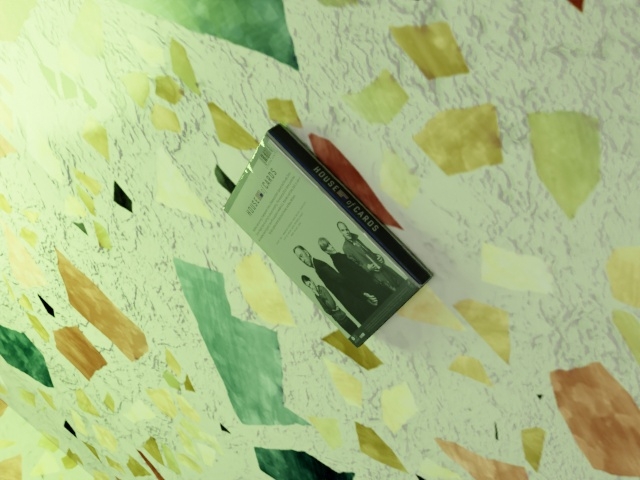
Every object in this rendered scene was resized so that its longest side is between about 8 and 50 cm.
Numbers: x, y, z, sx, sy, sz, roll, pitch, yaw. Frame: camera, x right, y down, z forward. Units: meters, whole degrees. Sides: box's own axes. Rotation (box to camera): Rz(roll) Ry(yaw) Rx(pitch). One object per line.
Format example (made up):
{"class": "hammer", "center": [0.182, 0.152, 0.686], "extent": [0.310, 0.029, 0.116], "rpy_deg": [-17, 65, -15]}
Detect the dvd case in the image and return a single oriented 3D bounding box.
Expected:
{"class": "dvd case", "center": [0.000, 0.000, 1.148], "extent": [0.238, 0.029, 0.179], "rpy_deg": [46, 146, 6]}
